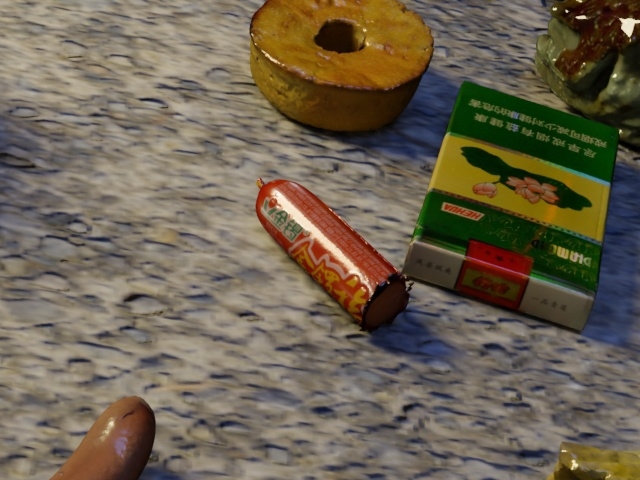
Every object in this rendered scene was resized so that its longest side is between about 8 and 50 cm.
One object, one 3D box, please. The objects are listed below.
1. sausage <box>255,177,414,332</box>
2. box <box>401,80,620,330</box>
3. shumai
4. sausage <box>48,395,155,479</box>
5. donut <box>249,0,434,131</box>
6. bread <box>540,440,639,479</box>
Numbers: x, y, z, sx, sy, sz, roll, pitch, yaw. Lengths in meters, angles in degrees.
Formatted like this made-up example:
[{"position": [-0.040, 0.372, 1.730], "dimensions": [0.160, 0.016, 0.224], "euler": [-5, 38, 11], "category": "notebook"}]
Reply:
[{"position": [0.000, 0.000, 1.164], "dimensions": [0.048, 0.050, 0.145], "euler": [-43, 57, -4], "category": "sausage"}, {"position": [0.143, -0.031, 1.273], "dimensions": [0.132, 0.034, 0.235], "euler": [18, 35, 2], "category": "box"}, {"position": [0.264, -0.172, 1.420], "dimensions": [0.184, 0.142, 0.184], "euler": [10, 39, -8], "category": "shumai"}, {"position": [-0.142, 0.143, 0.918], "dimensions": [0.043, 0.043, 0.186], "euler": [28, 37, 16], "category": "sausage"}, {"position": [0.013, -0.139, 1.348], "dimensions": [0.152, 0.058, 0.152], "euler": [10, 36, -7], "category": "donut"}, {"position": [0.173, 0.214, 0.829], "dimensions": [0.133, 0.179, 0.250], "euler": [-7, 41, -23], "category": "bread"}]
